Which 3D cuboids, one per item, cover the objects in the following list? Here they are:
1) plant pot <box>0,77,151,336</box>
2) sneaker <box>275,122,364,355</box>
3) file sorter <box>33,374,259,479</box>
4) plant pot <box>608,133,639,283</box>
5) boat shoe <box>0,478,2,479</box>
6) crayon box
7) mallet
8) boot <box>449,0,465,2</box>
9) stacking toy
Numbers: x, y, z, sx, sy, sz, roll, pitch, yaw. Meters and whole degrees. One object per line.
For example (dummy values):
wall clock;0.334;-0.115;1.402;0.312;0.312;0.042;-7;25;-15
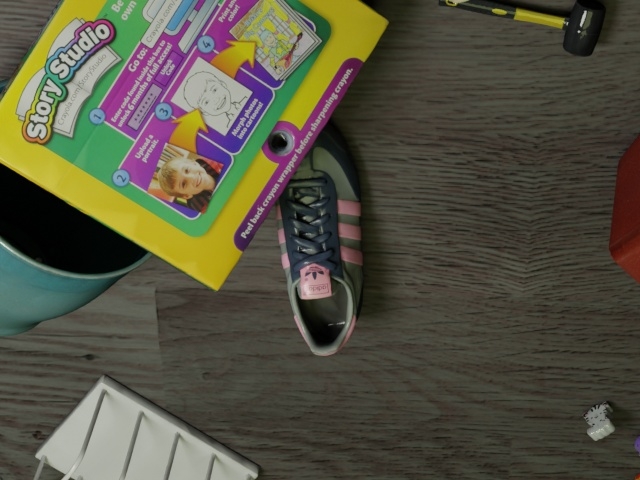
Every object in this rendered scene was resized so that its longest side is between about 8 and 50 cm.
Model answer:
plant pot;-0.360;-0.018;1.623;0.271;0.272;0.255;32;137;-16
sneaker;0.000;0.000;1.665;0.112;0.131;0.319;-7;123;10
file sorter;-0.263;0.372;1.922;0.277;0.173;0.193;33;121;-17
plant pot;0.484;-0.041;1.534;0.267;0.267;0.235;39;133;-20
boat shoe;-0.587;0.352;1.999;0.227;0.069;0.081;27;122;-13
crayon box;-0.154;-0.179;1.480;0.313;0.106;0.363;33;91;-15
mallet;0.229;-0.251;1.533;0.189;0.039;0.062;6;122;6
boot;0.087;-0.338;1.451;0.261;0.095;0.203;-24;120;16
stacking toy;0.497;0.259;1.852;0.221;0.052;0.167;-32;118;22
